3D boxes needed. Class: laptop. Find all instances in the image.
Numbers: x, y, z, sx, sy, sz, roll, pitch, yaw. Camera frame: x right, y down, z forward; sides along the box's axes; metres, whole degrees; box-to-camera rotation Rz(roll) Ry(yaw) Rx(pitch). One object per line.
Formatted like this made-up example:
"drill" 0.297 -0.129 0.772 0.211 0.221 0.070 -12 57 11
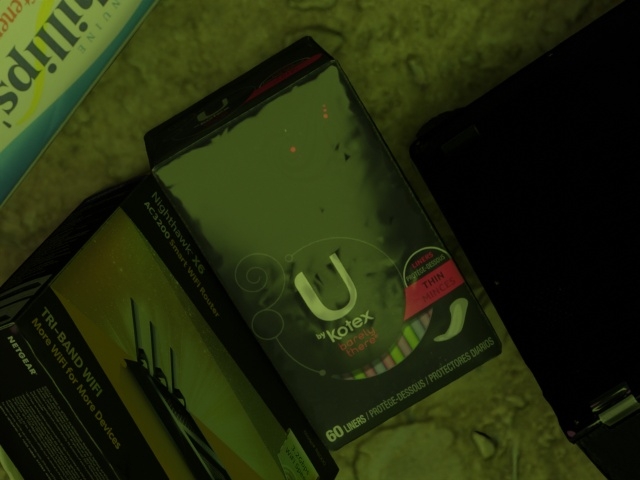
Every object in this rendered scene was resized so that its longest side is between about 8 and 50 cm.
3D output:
"laptop" 0.348 0.015 1.328 0.382 0.236 0.408 -33 69 14

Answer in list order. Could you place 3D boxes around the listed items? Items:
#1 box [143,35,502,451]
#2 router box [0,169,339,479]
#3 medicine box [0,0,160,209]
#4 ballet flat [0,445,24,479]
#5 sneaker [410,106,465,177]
"box" 0.000 0.000 1.400 0.165 0.143 0.270 -32 106 1
"router box" -0.125 0.136 1.365 0.081 0.243 0.308 -21 110 29
"medicine box" -0.233 -0.152 1.252 0.149 0.289 0.263 36 97 -15
"ballet flat" -0.189 0.215 1.458 0.123 0.123 0.348 -22 107 -2
"sneaker" 0.253 -0.007 1.435 0.385 0.145 0.147 15 107 -7
